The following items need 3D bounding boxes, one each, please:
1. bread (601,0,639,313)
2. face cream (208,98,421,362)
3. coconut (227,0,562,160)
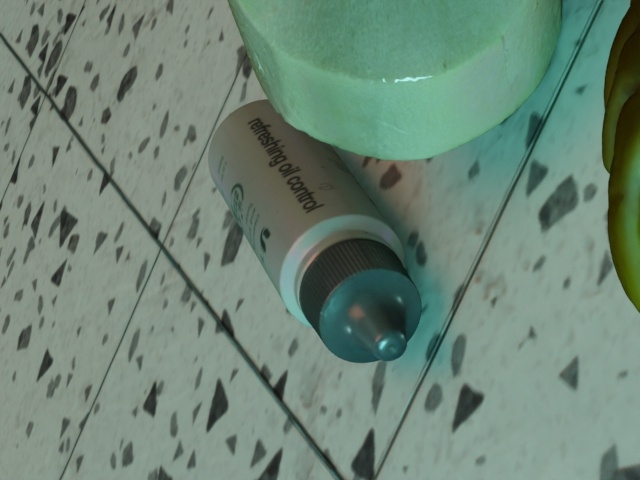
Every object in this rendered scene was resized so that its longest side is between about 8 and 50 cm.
[{"bbox_3d":[0.233,-0.092,0.817,0.333,0.160,0.333,-45,34,43],"label":"bread"},{"bbox_3d":[0.000,0.000,1.286,0.092,0.092,0.311,-62,28,18],"label":"face cream"},{"bbox_3d":[0.043,-0.170,1.141,0.241,0.241,0.241,-42,38,45],"label":"coconut"}]
